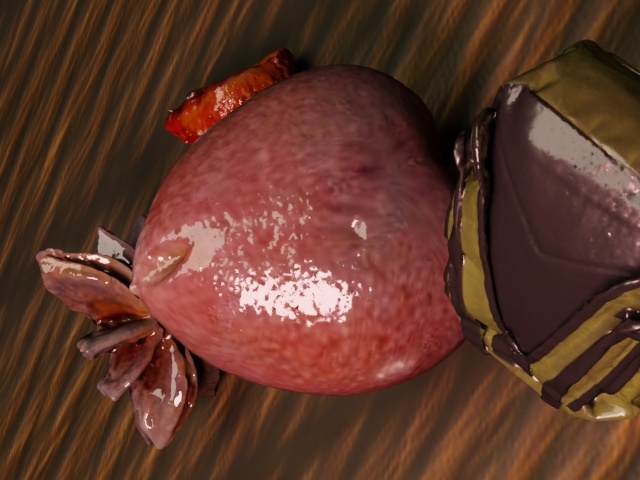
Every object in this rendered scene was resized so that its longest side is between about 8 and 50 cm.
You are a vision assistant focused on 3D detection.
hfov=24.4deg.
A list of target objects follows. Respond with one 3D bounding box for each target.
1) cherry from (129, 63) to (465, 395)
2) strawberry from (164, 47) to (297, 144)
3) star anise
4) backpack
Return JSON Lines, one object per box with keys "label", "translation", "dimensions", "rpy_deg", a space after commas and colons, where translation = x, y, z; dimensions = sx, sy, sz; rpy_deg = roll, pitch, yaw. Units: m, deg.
{"label": "cherry", "translation": [0.000, 0.000, 1.160], "dimensions": [0.221, 0.307, 0.261], "rpy_deg": [94, 155, -65]}
{"label": "strawberry", "translation": [-0.083, -0.124, 1.447], "dimensions": [0.082, 0.121, 0.188], "rpy_deg": [60, 157, -5]}
{"label": "star anise", "translation": [-0.172, 0.074, 1.415], "dimensions": [0.093, 0.236, 0.229], "rpy_deg": [-22, 50, 34]}
{"label": "backpack", "translation": [0.177, 0.009, 0.980], "dimensions": [0.207, 0.140, 0.253], "rpy_deg": [44, 144, 26]}
